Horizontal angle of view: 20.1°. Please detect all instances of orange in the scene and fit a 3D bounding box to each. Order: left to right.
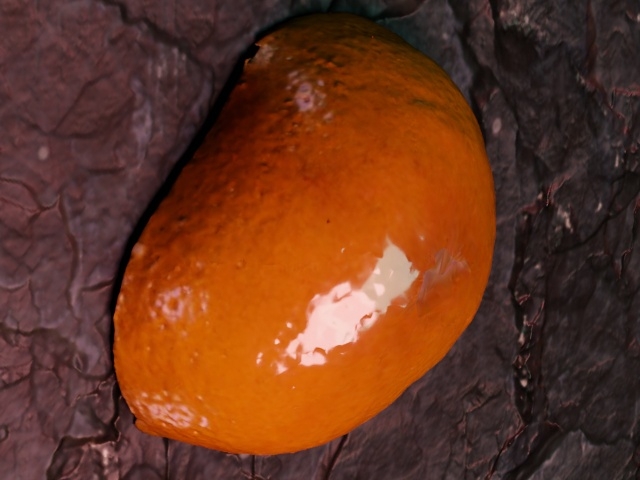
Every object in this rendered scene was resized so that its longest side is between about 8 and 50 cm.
[{"bbox_3d":[0.001,-0.003,1.285,0.274,0.274,0.310,53,35,-44],"label":"orange"}]
